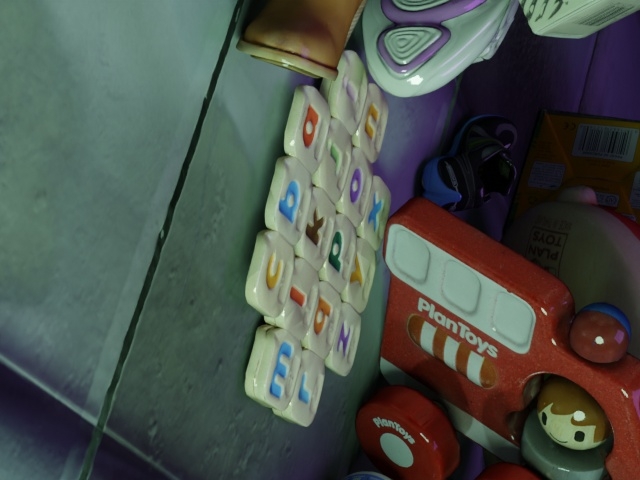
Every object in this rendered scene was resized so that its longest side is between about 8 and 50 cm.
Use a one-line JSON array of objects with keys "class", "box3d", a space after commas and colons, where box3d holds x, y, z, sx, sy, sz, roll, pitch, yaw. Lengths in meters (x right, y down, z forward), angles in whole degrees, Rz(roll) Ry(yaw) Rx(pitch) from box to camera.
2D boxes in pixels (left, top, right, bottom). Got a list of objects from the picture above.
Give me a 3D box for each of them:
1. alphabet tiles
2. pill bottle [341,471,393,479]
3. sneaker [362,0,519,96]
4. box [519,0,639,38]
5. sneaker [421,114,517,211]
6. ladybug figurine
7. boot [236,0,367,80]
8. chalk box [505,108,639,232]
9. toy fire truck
[{"class": "alphabet tiles", "box3d": [0.000, 0.000, 1.336, 0.278, 0.021, 0.284, 45, 57, -68]}, {"class": "pill bottle", "box3d": [0.021, 0.260, 1.429, 0.137, 0.078, 0.078, -42, 137, -59]}, {"class": "sneaker", "box3d": [0.122, -0.190, 1.430, 0.305, 0.114, 0.152, -60, 151, -47]}, {"class": "box", "box3d": [0.177, -0.306, 1.362, 0.113, 0.094, 0.275, -6, 71, -60]}, {"class": "sneaker", "box3d": [0.158, -0.070, 1.638, 0.188, 0.078, 0.067, -44, 139, -58]}, {"class": "ladybug figurine", "box3d": [0.299, 0.161, 1.784, 0.162, 0.305, 0.449, -11, 106, -31]}, {"class": "boot", "box3d": [0.004, -0.196, 1.151, 0.197, 0.073, 0.152, -65, 174, -71]}, {"class": "chalk box", "box3d": [0.346, 0.001, 2.022, 0.289, 0.180, 0.179, 63, 41, -56]}, {"class": "toy fire truck", "box3d": [0.172, 0.123, 1.457, 0.169, 0.302, 0.254, -38, 148, -33]}]
